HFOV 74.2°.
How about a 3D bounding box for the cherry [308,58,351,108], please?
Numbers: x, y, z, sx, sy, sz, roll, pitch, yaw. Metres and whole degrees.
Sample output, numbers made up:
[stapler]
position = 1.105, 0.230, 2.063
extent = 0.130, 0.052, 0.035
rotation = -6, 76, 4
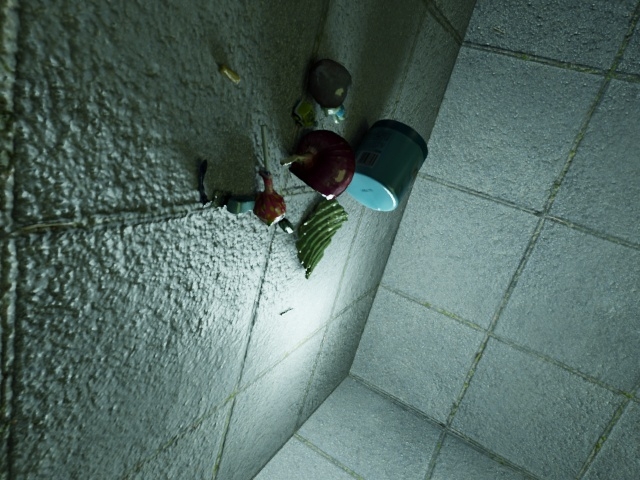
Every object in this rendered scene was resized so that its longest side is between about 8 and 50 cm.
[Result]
[cherry]
position = 0.030, -0.573, 1.554
extent = 0.176, 0.140, 0.175
rotation = -3, 95, -36

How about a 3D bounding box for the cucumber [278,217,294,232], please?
[cucumber]
position = -0.149, -0.070, 1.768
extent = 0.048, 0.048, 0.105
rotation = -61, 155, -13

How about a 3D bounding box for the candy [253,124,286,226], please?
[candy]
position = -0.186, -0.221, 1.476
extent = 0.124, 0.124, 0.364
rotation = -43, 141, -44

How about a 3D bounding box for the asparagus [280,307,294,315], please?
[asparagus]
position = -0.170, 0.368, 2.186
extent = 0.114, 0.015, 0.014
rotation = -20, 128, -59

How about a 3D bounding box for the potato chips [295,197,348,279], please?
[potato chips]
position = 0.003, -0.008, 2.101
extent = 0.389, 0.097, 0.373
rotation = -57, 157, -18

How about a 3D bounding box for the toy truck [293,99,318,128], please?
[toy truck]
position = -0.047, -0.459, 1.570
extent = 0.076, 0.077, 0.111
rotation = -61, 157, -13

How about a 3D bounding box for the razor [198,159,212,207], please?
[razor]
position = -0.347, -0.170, 1.252
extent = 0.044, 0.028, 0.154
rotation = -51, 155, -51

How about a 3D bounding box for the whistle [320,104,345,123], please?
[whistle]
position = 0.061, -0.541, 1.736
extent = 0.236, 0.077, 0.113
rotation = -1, 88, -68

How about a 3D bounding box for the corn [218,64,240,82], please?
[corn]
position = -0.252, -0.463, 1.180
extent = 0.083, 0.028, 0.027
rotation = 18, 79, -64

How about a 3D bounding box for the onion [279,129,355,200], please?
[onion]
position = 0.022, -0.308, 1.666
extent = 0.230, 0.256, 0.272
rotation = -53, -179, 6

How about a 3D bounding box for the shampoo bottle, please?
[shampoo bottle]
position = 0.317, -0.371, 2.135
extent = 0.342, 0.332, 0.331
rotation = -57, 156, -17

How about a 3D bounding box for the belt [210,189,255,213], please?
[belt]
position = -0.279, -0.126, 1.410
extent = 0.179, 0.100, 0.065
rotation = -34, 143, -77
